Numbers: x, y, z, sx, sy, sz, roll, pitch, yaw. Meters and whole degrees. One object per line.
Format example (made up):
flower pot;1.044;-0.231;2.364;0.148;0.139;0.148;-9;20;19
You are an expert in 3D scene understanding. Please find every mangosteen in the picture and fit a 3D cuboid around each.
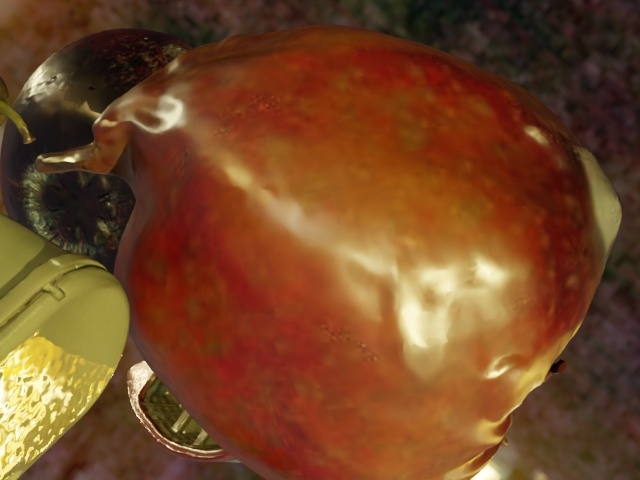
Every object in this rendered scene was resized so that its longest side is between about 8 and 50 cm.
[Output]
mangosteen;-0.185;-0.084;2.000;0.300;0.300;0.300;40;177;2

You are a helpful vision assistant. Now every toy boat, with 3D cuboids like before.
toy boat;-0.128;0.189;2.136;0.079;0.136;0.392;42;167;-19

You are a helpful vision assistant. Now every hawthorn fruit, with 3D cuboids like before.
hawthorn fruit;0.021;0.008;1.229;0.325;0.308;0.308;51;180;14

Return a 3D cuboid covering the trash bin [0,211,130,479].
trash bin;-0.280;0.054;1.139;0.247;0.243;0.121;31;146;24

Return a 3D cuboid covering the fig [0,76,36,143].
fig;-0.304;-0.118;1.741;0.166;0.093;0.093;18;169;23
